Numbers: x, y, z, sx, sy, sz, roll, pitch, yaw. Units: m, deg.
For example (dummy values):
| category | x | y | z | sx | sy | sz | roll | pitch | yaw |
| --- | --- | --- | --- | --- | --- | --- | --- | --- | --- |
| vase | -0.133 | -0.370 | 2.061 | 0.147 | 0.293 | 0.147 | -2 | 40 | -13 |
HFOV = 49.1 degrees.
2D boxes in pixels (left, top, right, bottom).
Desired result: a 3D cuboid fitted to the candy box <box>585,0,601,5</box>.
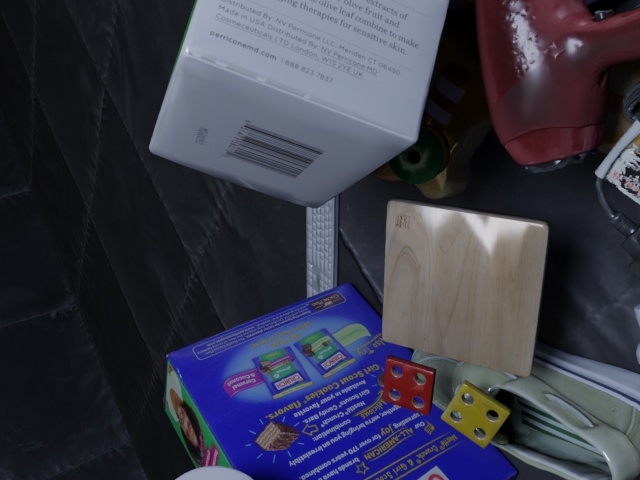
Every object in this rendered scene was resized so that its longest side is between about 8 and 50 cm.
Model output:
| category | x | y | z | sx | sy | sz | roll | pitch | yaw |
| --- | --- | --- | --- | --- | --- | --- | --- | --- | --- |
| candy box | 0.198 | -0.277 | 0.413 | 0.233 | 0.071 | 0.159 | 120 | 128 | -70 |

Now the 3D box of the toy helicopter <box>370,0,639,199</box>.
| category | x | y | z | sx | sy | sz | roll | pitch | yaw |
| --- | --- | --- | --- | --- | --- | --- | --- | --- | --- |
| toy helicopter | 0.134 | -0.147 | 0.607 | 0.355 | 0.140 | 0.235 | 15 | 108 | 42 |

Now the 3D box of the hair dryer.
| category | x | y | z | sx | sy | sz | roll | pitch | yaw |
| --- | --- | --- | --- | --- | --- | --- | --- | --- | --- |
| hair dryer | 0.195 | -0.123 | 0.431 | 0.293 | 0.080 | 0.224 | 49 | 134 | 24 |

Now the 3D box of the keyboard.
| category | x | y | z | sx | sy | sz | roll | pitch | yaw |
| --- | --- | --- | --- | --- | --- | --- | --- | --- | --- |
| keyboard | 0.000 | 0.000 | 0.954 | 0.072 | 0.014 | 0.256 | 31 | 128 | 48 |

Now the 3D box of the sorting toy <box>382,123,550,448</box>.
| category | x | y | z | sx | sy | sz | roll | pitch | yaw |
| --- | --- | --- | --- | --- | --- | --- | --- | --- | --- |
| sorting toy | 0.123 | 0.041 | 0.597 | 0.132 | 0.046 | 0.275 | 11 | 113 | 27 |

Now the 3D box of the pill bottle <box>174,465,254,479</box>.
| category | x | y | z | sx | sy | sz | roll | pitch | yaw |
| --- | --- | --- | --- | --- | --- | --- | --- | --- | --- |
| pill bottle | -0.106 | 0.311 | 0.652 | 0.119 | 0.119 | 0.209 | 47 | 139 | 37 |

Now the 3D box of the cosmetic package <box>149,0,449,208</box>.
| category | x | y | z | sx | sy | sz | roll | pitch | yaw |
| --- | --- | --- | --- | --- | --- | --- | --- | --- | --- |
| cosmetic package | 0.007 | -0.230 | 0.523 | 0.197 | 0.155 | 0.366 | 149 | 136 | -68 |

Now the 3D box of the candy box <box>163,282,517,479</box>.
| category | x | y | z | sx | sy | sz | roll | pitch | yaw |
| --- | --- | --- | --- | --- | --- | --- | --- | --- | --- |
| candy box | 0.009 | 0.227 | 0.799 | 0.317 | 0.268 | 0.122 | 48 | 144 | 35 |

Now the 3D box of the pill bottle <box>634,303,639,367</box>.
| category | x | y | z | sx | sy | sz | roll | pitch | yaw |
| --- | --- | --- | --- | --- | --- | --- | --- | --- | --- |
| pill bottle | 0.275 | 0.101 | 0.517 | 0.067 | 0.067 | 0.120 | -21 | 85 | 58 |

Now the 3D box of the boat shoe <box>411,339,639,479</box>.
| category | x | y | z | sx | sy | sz | roll | pitch | yaw |
| --- | --- | --- | --- | --- | --- | --- | --- | --- | --- |
| boat shoe | 0.178 | 0.146 | 0.663 | 0.302 | 0.094 | 0.109 | 2 | 106 | 57 |
